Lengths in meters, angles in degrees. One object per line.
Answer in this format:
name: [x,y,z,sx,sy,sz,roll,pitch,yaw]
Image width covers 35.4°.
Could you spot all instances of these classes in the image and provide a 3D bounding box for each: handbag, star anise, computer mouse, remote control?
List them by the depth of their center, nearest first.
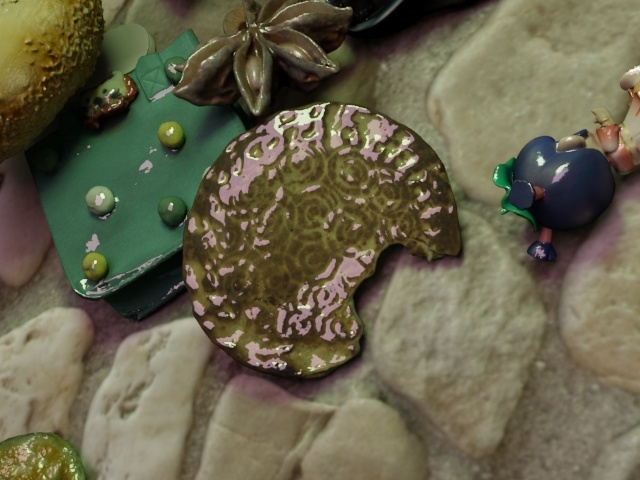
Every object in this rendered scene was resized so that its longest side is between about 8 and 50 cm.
star anise: [-0.053,-0.204,1.094,0.197,0.073,0.212,18,54,35]
computer mouse: [0.105,-0.314,1.102,0.233,0.096,0.137,-27,63,12]
handbag: [-0.202,-0.078,1.153,0.269,0.100,0.274,-34,62,11]
remote control: [-0.322,-0.214,1.302,0.245,0.022,0.077,-18,67,18]

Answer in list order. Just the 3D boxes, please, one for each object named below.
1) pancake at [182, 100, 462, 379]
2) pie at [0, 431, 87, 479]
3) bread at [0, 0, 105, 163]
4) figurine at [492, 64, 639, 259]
pancake: [0.000,0.000,1.028,0.286,0.033,0.288,3,89,5]
pie: [-0.328,0.303,1.105,0.187,0.041,0.186,-9,68,22]
bread: [-0.362,-0.204,1.168,0.305,0.159,0.305,-45,16,17]
figurine: [0.252,-0.077,0.942,0.195,0.111,0.102,-34,41,10]
